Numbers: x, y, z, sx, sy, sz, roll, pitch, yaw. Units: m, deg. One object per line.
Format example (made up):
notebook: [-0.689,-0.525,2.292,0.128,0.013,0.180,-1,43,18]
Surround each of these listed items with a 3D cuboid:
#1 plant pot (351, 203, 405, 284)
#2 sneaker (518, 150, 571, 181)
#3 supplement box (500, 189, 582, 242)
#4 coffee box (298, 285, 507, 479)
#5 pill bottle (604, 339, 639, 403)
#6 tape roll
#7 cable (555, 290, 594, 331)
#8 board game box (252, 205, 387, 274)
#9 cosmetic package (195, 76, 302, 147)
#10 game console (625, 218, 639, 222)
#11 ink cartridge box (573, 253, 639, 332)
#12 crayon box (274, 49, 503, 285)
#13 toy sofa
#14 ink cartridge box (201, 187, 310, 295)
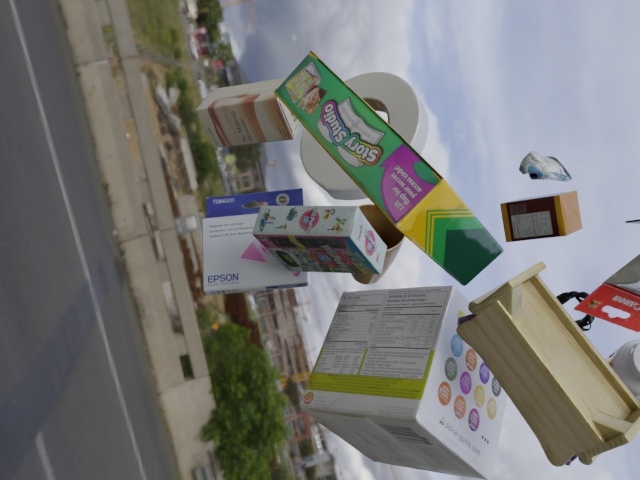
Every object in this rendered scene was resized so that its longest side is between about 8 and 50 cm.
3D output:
plant pot: [0.182,0.037,2.343,0.254,0.237,0.237,92,-17,-48]
sneaker: [0.744,-0.233,2.117,0.086,0.237,0.085,-51,-136,32]
supplement box: [0.715,-0.079,2.068,0.194,0.191,0.129,-7,-86,37]
coffee box: [0.222,0.337,1.553,0.337,0.338,0.334,45,54,-34]
pill bottle: [0.754,0.315,1.523,0.246,0.136,0.136,78,-4,-65]
tape roll: [0.119,-0.303,1.841,0.072,0.392,0.392,38,27,-52]
cable: [0.892,0.250,2.297,0.047,0.184,0.151,35,64,-44]
board game box: [0.000,0.000,1.759,0.224,0.303,0.097,48,50,-50]
cosmetic package: [-0.211,-0.390,1.967,0.153,0.296,0.129,65,36,-36]
game console: [0.900,-0.081,1.724,0.071,0.122,0.107,38,-62,44]
ink cartridge box: [1.022,0.166,1.936,0.385,0.308,0.091,-53,-152,37]
crayon box: [0.119,-0.117,1.084,0.363,0.106,0.313,51,9,34]
toy sofa: [0.449,0.239,1.247,0.362,0.150,0.177,55,-44,16]
ink cartridge box: [-0.205,-0.006,1.993,0.071,0.324,0.330,74,10,-74]
